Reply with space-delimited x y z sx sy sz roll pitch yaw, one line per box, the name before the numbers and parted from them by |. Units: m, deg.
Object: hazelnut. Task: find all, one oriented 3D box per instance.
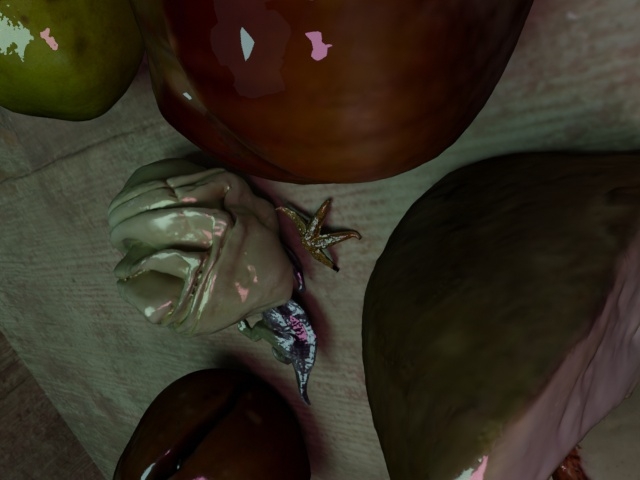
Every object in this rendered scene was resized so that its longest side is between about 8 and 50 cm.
hazelnut | -0.213 0.478 1.266 0.402 0.402 0.429 43 135 7
hazelnut | 0.003 -0.232 0.495 0.359 0.359 0.410 19 140 31

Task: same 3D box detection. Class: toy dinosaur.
toy dinosaur | -0.072 0.133 1.060 0.162 0.077 0.294 9 125 47

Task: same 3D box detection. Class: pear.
pear | -0.377 -0.298 0.857 0.269 0.269 0.321 42 153 8

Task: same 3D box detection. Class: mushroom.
mushroom | 0.134 0.069 0.565 0.313 0.397 0.225 15 125 38

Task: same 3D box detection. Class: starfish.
starfish | -0.002 0.003 0.917 0.133 0.041 0.131 4 125 41

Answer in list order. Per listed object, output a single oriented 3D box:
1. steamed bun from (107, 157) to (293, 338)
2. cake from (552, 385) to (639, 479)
steamed bun | -0.211 0.008 0.956 0.275 0.203 0.289 -24 89 40
cake | 0.354 0.291 0.704 0.158 0.160 0.262 -16 116 12
